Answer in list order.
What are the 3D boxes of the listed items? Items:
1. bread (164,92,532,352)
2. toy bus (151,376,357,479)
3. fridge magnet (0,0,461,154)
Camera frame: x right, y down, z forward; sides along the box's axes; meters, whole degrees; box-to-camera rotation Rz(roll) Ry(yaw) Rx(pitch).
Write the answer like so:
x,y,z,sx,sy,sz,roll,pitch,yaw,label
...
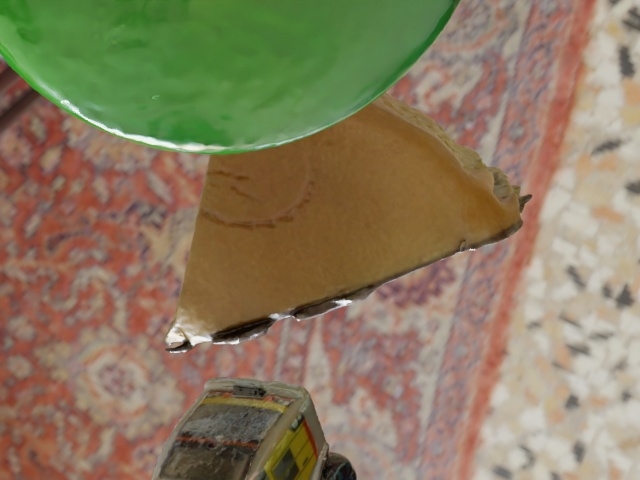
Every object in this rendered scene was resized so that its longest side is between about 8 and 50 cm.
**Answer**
x,y,z,sx,sy,sz,roll,pitch,yaw,label
0.000,0.000,0.911,0.169,0.140,0.160,30,101,-2,bread
-0.018,0.213,1.090,0.092,0.106,0.268,2,125,34,toy bus
-0.036,-0.134,0.653,0.208,0.088,0.208,-5,107,-15,fridge magnet
